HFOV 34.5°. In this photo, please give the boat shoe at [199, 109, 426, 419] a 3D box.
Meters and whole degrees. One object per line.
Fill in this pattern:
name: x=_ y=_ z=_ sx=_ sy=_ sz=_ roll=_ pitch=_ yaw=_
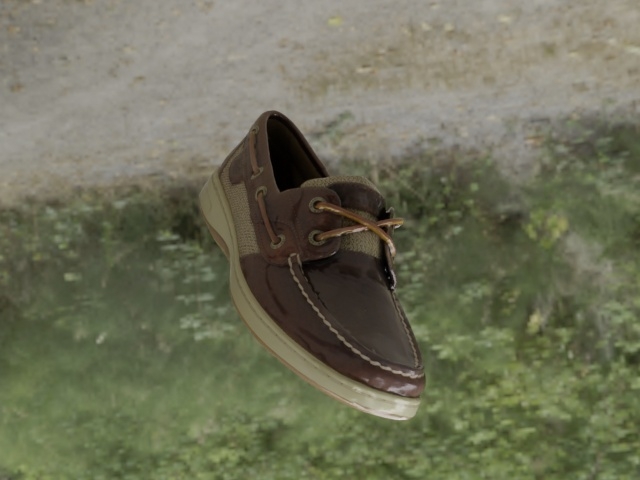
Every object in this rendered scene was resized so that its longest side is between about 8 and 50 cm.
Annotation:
boat shoe: x=0.000 y=0.000 z=0.824 sx=0.123 sy=0.123 sz=0.342 roll=19 pitch=-158 yaw=-31
